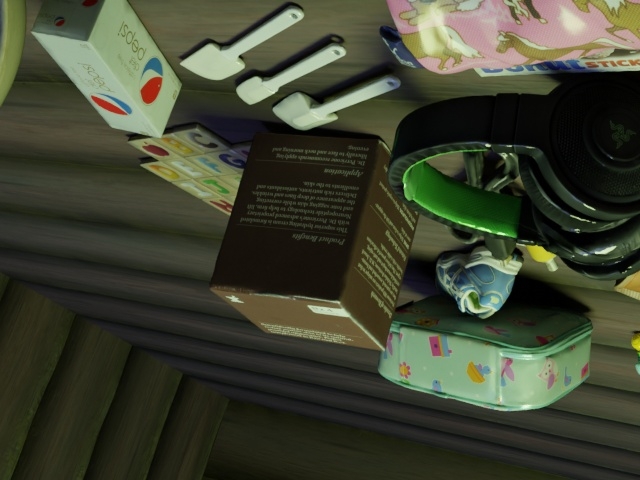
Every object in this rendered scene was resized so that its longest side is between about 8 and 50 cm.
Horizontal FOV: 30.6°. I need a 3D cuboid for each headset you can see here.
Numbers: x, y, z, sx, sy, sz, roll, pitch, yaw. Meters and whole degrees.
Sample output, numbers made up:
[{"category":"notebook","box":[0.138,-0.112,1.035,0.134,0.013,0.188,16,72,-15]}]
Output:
[{"category":"headset","box":[0.252,-0.028,1.051,0.394,0.185,0.243,4,161,17]}]

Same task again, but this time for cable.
[{"category":"cable","box":[0.191,-0.061,1.300,0.139,0.072,0.287,29,158,30]}]

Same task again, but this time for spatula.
[{"category":"spatula","box":[-0.027,-0.172,1.202,0.168,0.019,0.242,32,159,-23]}]

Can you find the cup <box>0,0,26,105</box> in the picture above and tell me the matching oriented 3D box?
[{"category":"cup","box":[-0.403,-0.205,1.057,0.331,0.331,0.237,18,-170,2]}]

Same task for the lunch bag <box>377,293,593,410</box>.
[{"category":"lunch bag","box":[0.232,0.146,1.657,0.279,0.107,0.224,10,-163,36]}]

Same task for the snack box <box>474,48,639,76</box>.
[{"category":"snack box","box":[0.197,-0.163,0.969,0.178,0.022,0.064,4,160,40]}]

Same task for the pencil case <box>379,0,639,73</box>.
[{"category":"pencil case","box":[0.211,-0.179,0.668,0.386,0.167,0.160,4,135,39]}]

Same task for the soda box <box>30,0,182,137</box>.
[{"category":"soda box","box":[-0.221,-0.191,1.238,0.069,0.074,0.216,13,163,18]}]

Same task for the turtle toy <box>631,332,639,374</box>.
[{"category":"turtle toy","box":[0.501,0.176,1.651,0.095,0.066,0.130,28,161,-30]}]

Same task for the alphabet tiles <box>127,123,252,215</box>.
[{"category":"alphabet tiles","box":[-0.085,-0.068,1.602,0.342,0.011,0.285,30,160,-35]}]

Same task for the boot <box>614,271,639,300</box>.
[{"category":"boot","box":[0.413,0.041,1.314,0.152,0.073,0.197,15,175,16]}]

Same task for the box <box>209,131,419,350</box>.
[{"category":"box","box":[0.000,0.000,1.371,0.168,0.203,0.167,7,160,25]}]

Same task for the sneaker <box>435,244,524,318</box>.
[{"category":"sneaker","box":[0.201,0.062,1.584,0.080,0.081,0.211,19,166,-8]}]
